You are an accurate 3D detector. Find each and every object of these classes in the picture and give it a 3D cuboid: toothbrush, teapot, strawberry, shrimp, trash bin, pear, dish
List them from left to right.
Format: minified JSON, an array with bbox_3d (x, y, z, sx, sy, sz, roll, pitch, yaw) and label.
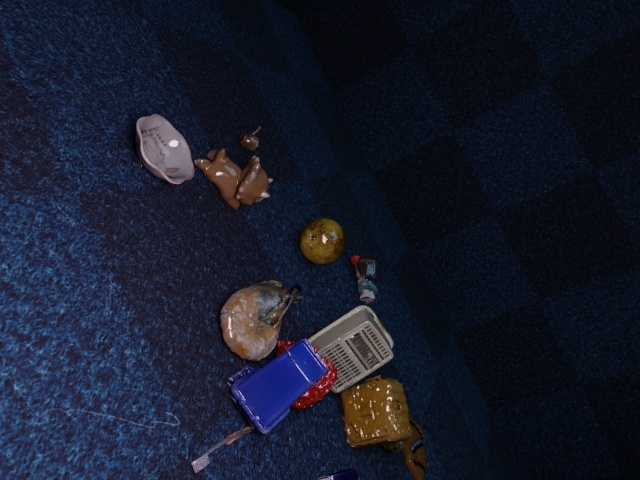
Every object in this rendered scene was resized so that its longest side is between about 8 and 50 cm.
[{"bbox_3d":[-0.479,-0.257,1.401,0.229,0.081,0.229,50,27,-37],"label":"dish"},{"bbox_3d":[-0.219,0.504,1.213,0.321,0.023,0.031,-8,80,-65],"label":"toothbrush"},{"bbox_3d":[-0.288,-0.428,1.959,0.080,0.110,0.085,24,-1,-37],"label":"teapot"},{"bbox_3d":[-0.168,0.233,1.514,0.445,0.110,0.221,-27,96,-63],"label":"shrimp"},{"bbox_3d":[-0.114,0.377,1.282,0.184,0.234,0.162,51,22,10],"label":"trash bin"},{"bbox_3d":[-0.067,0.429,1.465,0.234,0.234,0.178,49,57,-30],"label":"strawberry"},{"bbox_3d":[0.000,0.000,1.986,0.197,0.197,0.197,46,29,-35],"label":"pear"}]

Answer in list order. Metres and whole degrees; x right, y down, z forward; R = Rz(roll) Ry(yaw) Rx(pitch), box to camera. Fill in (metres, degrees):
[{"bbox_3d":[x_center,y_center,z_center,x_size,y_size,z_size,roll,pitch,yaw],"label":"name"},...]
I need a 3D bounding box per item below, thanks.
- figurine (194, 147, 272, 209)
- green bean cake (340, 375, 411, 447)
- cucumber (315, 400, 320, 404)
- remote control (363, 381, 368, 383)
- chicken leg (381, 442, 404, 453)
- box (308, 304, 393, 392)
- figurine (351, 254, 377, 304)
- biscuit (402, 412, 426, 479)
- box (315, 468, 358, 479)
[{"bbox_3d":[-0.282,-0.233,1.663,0.247,0.173,0.177,57,25,-16],"label":"figurine"},{"bbox_3d":[0.190,0.616,1.697,0.131,0.229,0.224,27,46,-52],"label":"green bean cake"},{"bbox_3d":[-0.034,0.518,1.556,0.105,0.048,0.048,37,34,-50],"label":"cucumber"},{"bbox_3d":[0.230,0.628,2.012,0.152,0.027,0.043,39,29,-47],"label":"remote control"},{"bbox_3d":[0.260,0.748,1.874,0.228,0.088,0.103,62,36,-11],"label":"chicken leg"},{"bbox_3d":[0.101,0.378,1.682,0.220,0.290,0.166,55,4,-18],"label":"box"},{"bbox_3d":[0.224,0.189,2.366,0.138,0.110,0.246,23,49,-31],"label":"figurine"},{"bbox_3d":[0.409,0.899,2.076,0.278,0.043,0.301,35,36,-48],"label":"biscuit"},{"bbox_3d":[0.076,0.834,1.420,0.168,0.071,0.259,28,41,-54],"label":"box"}]
